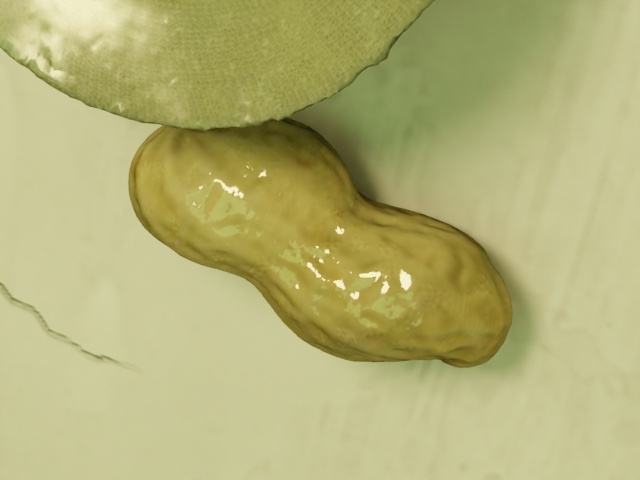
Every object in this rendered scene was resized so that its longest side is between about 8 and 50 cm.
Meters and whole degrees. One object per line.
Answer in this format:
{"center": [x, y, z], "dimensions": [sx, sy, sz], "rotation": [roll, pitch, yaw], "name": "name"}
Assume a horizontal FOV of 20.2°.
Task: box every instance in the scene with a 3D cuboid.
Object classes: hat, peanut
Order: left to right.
{"center": [-0.037, -0.182, 0.699], "dimensions": [0.257, 0.130, 0.257], "rotation": [11, 119, 21], "name": "hat"}
{"center": [0.000, 0.000, 0.807], "dimensions": [0.187, 0.082, 0.082], "rotation": [34, 124, 6], "name": "peanut"}
